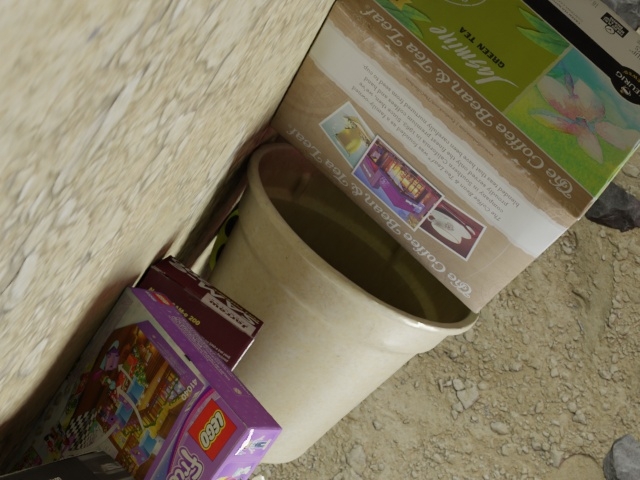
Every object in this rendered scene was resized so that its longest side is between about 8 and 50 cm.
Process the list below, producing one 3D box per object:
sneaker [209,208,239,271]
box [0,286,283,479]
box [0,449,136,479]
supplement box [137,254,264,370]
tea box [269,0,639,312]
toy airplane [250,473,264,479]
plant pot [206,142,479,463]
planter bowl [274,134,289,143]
[{"bbox_3d":[-0.075,-0.023,1.468,0.295,0.109,0.123,-56,177,-44],"label":"sneaker"},{"bbox_3d":[-0.189,0.220,0.910,0.293,0.201,0.057,-54,147,12],"label":"box"},{"bbox_3d":[-0.291,0.319,0.759,0.307,0.076,0.242,-55,164,8],"label":"box"},{"bbox_3d":[-0.181,0.150,1.019,0.239,0.130,0.073,-54,-179,11],"label":"supplement box"},{"bbox_3d":[0.184,-0.159,1.115,0.323,0.329,0.220,-44,174,-37],"label":"tea box"},{"bbox_3d":[-0.182,0.363,1.448,0.272,0.384,0.386,-44,174,-24],"label":"toy airplane"},{"bbox_3d":[-0.025,0.099,1.217,0.305,0.333,0.334,-53,-179,23],"label":"plant pot"},{"bbox_3d":[0.013,-0.147,1.364,0.162,0.109,0.162,-55,180,0],"label":"planter bowl"}]
